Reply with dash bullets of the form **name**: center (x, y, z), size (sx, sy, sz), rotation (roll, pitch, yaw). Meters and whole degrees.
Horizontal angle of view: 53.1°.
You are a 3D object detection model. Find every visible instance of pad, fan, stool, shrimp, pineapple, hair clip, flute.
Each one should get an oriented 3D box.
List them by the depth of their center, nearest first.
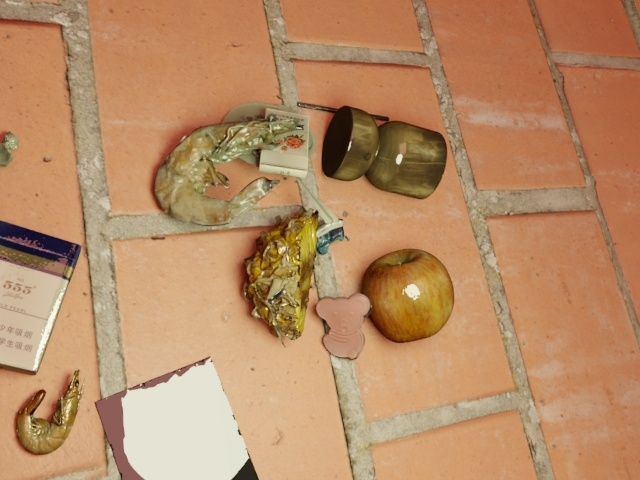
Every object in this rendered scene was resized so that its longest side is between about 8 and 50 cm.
- **shrimp**: center (-0.495, 0.309, 1.175), size (0.095, 0.045, 0.163), rotation (15, 69, 3)
- **pad**: center (-0.260, 0.440, 1.250), size (0.247, 0.007, 0.368), rotation (-19, 80, -29)
- **pineapple**: center (-0.100, 0.058, 1.363), size (0.161, 0.158, 0.335), rotation (8, 76, 8)
- **shrimp**: center (-0.190, -0.159, 1.379), size (0.360, 0.085, 0.247), rotation (-26, 66, 0)
- **hair clip**: center (0.054, 0.191, 1.426), size (0.123, 0.102, 0.138), rotation (1, 74, 12)
- **fan**: center (-0.084, -0.185, 1.477), size (0.233, 0.012, 0.415), rotation (-17, 58, -27)
- **stool**: center (0.157, -0.214, 1.584), size (0.264, 0.179, 0.179), rotation (12, 67, -21)
- **flute**: center (0.064, -0.337, 1.680), size (0.269, 0.014, 0.014), rotation (4, 70, -23)

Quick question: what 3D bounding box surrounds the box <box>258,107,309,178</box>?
- **box**: center (-0.081, -0.228, 1.484), size (0.109, 0.029, 0.198), rotation (8, 49, -8)

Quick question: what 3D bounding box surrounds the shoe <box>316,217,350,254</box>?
- **shoe**: center (0.000, 0.000, 1.505), size (0.142, 0.064, 0.071), rotation (-30, 107, -24)

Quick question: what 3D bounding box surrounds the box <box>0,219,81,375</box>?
- **box**: center (-0.567, 0.104, 1.190), size (0.168, 0.071, 0.259), rotation (20, 64, -18)

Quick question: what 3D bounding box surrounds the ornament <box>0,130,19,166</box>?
- **ornament**: center (-0.638, -0.176, 1.277), size (0.068, 0.041, 0.092), rotation (40, 70, 19)

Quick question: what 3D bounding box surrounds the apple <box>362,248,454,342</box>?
- **apple**: center (0.199, 0.123, 1.467), size (0.211, 0.211, 0.188), rotation (-29, 115, -30)
